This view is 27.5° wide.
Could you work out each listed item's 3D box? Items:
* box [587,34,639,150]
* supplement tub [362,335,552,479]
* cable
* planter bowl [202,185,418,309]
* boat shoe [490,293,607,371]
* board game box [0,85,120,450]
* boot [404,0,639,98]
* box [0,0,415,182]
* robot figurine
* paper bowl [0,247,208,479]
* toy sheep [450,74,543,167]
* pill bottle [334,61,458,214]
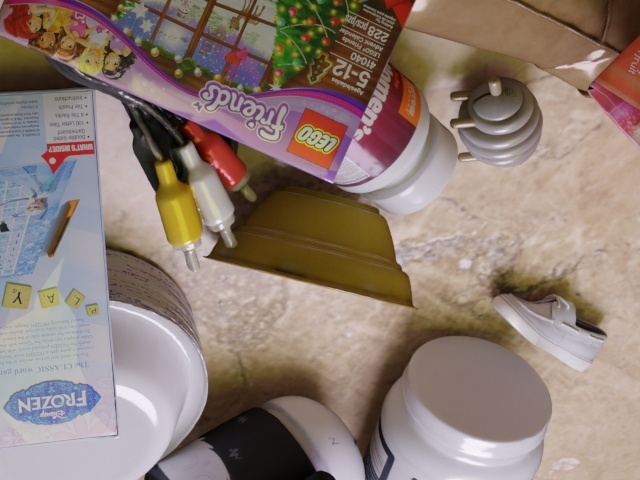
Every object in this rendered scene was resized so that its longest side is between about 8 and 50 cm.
[{"bbox_3d":[0.391,-0.124,1.217,0.154,0.142,0.300,-44,157,21],"label":"box"},{"bbox_3d":[0.146,0.265,1.521,0.191,0.191,0.272,2,129,-20],"label":"supplement tub"},{"bbox_3d":[-0.136,-0.114,1.146,0.072,0.139,0.287,10,141,35],"label":"cable"},{"bbox_3d":[0.000,0.000,1.281,0.217,0.217,0.090,15,87,-28],"label":"planter bowl"},{"bbox_3d":[0.268,0.094,1.503,0.184,0.066,0.063,32,101,-34],"label":"boat shoe"},{"bbox_3d":[-0.346,0.032,1.139,0.319,0.066,0.318,-4,99,-14],"label":"board game box"},{"bbox_3d":[0.216,-0.246,1.171,0.270,0.089,0.236,18,122,-29],"label":"boot"},{"bbox_3d":[-0.082,-0.195,1.032,0.293,0.057,0.201,23,95,-14],"label":"box"},{"bbox_3d":[-0.082,0.288,1.446,0.278,0.209,0.173,-27,136,-25],"label":"robot figurine"},{"bbox_3d":[-0.255,0.154,1.325,0.284,0.148,0.284,-9,130,-11],"label":"paper bowl"},{"bbox_3d":[0.173,-0.116,1.272,0.091,0.091,0.132,-23,151,2],"label":"toy sheep"},{"bbox_3d":[0.022,-0.118,1.194,0.121,0.121,0.221,-41,130,18],"label":"pill bottle"}]
